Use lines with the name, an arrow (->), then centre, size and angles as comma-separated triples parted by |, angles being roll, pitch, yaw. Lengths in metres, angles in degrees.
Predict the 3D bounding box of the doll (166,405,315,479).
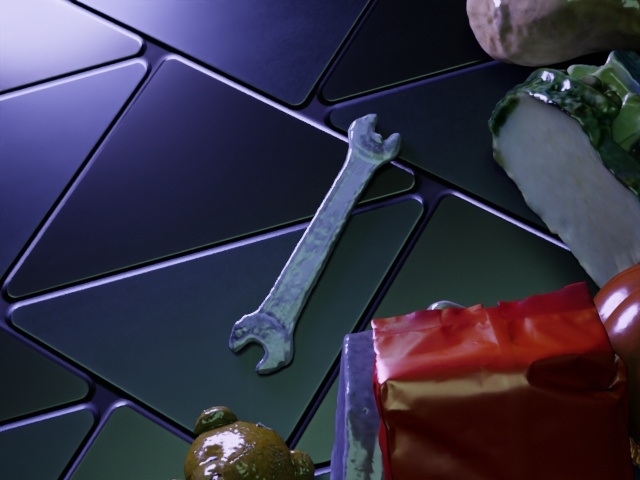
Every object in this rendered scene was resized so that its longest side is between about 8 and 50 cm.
doll -> -0.105, 0.258, 0.975 | 0.137, 0.097, 0.210 | 30, 80, 10

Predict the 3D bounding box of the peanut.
peanut -> 0.278, -0.243, 1.105 | 0.253, 0.137, 0.122 | -3, 111, 6

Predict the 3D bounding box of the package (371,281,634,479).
package -> 0.156, 0.254, 0.848 | 0.195, 0.123, 0.424 | -7, 96, 1

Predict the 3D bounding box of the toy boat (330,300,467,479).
toy boat -> 0.128, 0.193, 0.974 | 0.293, 0.111, 0.276 | -10, 77, -7

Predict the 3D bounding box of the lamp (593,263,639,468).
lamp -> 0.328, 0.109, 0.921 | 0.223, 0.223, 0.197 | 26, 104, 15

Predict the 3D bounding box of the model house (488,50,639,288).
model house -> 0.299, -0.100, 1.024 | 0.189, 0.195, 0.214 | -31, 70, -14

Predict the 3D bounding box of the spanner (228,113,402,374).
spanner -> 0.000, 0.000, 1.102 | 0.071, 0.017, 0.302 | 26, 74, 14
